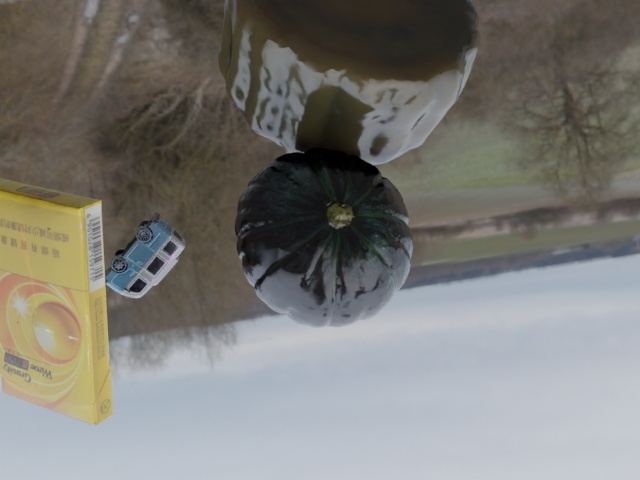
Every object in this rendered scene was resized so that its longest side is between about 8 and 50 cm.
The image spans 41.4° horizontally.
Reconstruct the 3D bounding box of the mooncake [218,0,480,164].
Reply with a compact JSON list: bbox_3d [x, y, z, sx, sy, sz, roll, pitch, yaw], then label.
[{"bbox_3d":[0.029,-0.225,0.967,0.290,0.290,0.161,-7,148,-22],"label":"mooncake"}]

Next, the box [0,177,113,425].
[{"bbox_3d":[-0.313,0.072,0.973,0.152,0.269,0.043,12,-158,26],"label":"box"}]

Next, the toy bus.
[{"bbox_3d":[-0.255,0.028,1.230,0.123,0.075,0.060,-49,-166,5],"label":"toy bus"}]

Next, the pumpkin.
[{"bbox_3d":[0.003,-0.003,0.890,0.194,0.194,0.150,-6,143,-29],"label":"pumpkin"}]
